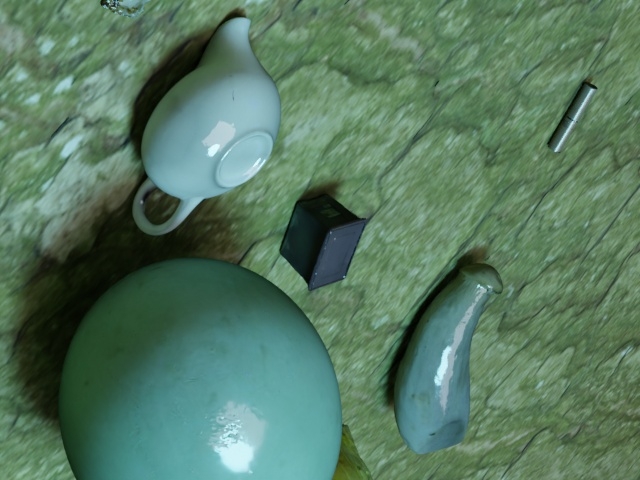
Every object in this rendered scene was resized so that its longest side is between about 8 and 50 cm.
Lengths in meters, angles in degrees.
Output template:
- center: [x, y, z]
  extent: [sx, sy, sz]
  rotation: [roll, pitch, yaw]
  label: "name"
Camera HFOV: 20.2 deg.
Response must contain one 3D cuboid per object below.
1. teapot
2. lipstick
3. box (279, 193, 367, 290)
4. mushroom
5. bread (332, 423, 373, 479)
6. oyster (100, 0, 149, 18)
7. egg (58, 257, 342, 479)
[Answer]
- center: [-0.104, -0.092, 1.666]
  extent: [0.145, 0.092, 0.226]
  rotation: [10, 121, -55]
  label: "teapot"
- center: [0.309, -0.150, 2.198]
  extent: [0.019, 0.019, 0.094]
  rotation: [-1, 126, -52]
  label: "lipstick"
- center: [0.000, 0.000, 1.930]
  extent: [0.060, 0.063, 0.084]
  rotation: [-19, 138, -43]
  label: "box"
- center: [0.157, 0.151, 2.278]
  extent: [0.118, 0.103, 0.270]
  rotation: [-17, 133, -41]
  label: "mushroom"
- center: [-0.052, 0.300, 2.142]
  extent: [0.250, 0.133, 0.179]
  rotation: [1, 129, -49]
  label: "bread"
- center: [-0.152, -0.219, 1.520]
  extent: [0.083, 0.019, 0.054]
  rotation: [-38, 150, -21]
  label: "oyster"
- center: [-0.116, 0.173, 1.766]
  extent: [0.276, 0.276, 0.389]
  rotation: [-37, 148, -18]
  label: "egg"
